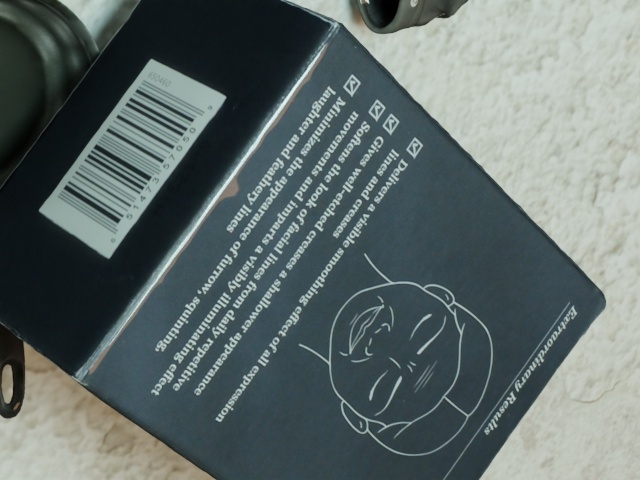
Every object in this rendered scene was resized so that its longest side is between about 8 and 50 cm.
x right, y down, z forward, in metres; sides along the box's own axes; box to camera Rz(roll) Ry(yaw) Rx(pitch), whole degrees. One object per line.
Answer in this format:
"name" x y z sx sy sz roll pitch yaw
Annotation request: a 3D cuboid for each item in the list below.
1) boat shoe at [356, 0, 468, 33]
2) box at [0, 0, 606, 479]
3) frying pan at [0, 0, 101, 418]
"boat shoe" 0.056 -0.305 1.461 0.095 0.112 0.335 -34 131 -26
"box" -0.024 0.034 1.441 0.293 0.212 0.395 -54 132 -7
"frying pan" -0.224 -0.044 1.412 0.197 0.053 0.326 -36 130 -17
